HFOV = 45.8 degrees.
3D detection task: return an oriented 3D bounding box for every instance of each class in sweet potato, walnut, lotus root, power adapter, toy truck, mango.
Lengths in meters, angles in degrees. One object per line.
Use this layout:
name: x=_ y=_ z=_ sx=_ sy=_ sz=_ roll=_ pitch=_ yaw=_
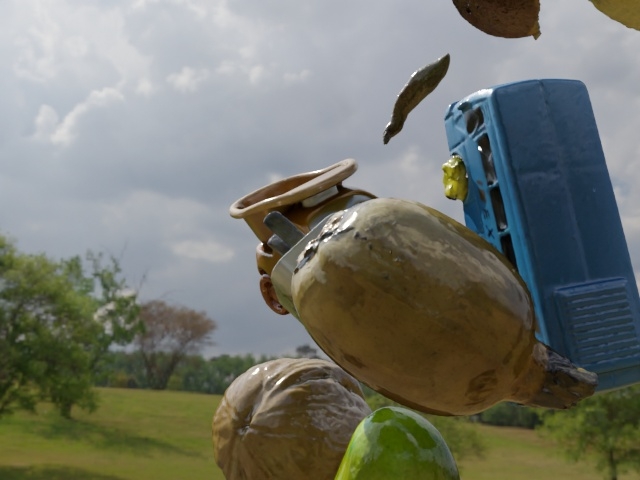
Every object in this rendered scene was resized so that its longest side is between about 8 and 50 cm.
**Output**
sweet potato: x=0.131 y=-0.205 z=1.075 sx=0.038 sy=0.153 sz=0.041 roll=32 pitch=21 yaw=-13
walnut: x=-0.033 y=0.364 z=1.372 sx=0.332 sy=0.333 sz=0.333 roll=2 pitch=-15 yaw=0
lotus root: x=0.119 y=0.080 z=0.738 sx=0.310 sy=0.183 sz=0.183 roll=32 pitch=-16 yaw=2
power adapter: x=0.005 y=0.042 z=0.964 sx=0.205 sy=0.125 sz=0.130 roll=40 pitch=-16 yaw=22
toy truck: x=0.000 y=0.000 z=1.207 sx=0.204 sy=0.212 sz=0.288 roll=-30 pitch=17 yaw=-31
toy truck: x=0.262 y=-0.005 z=0.895 sx=0.161 sy=0.385 sz=0.162 roll=-7 pitch=-10 yaw=-16
mango: x=0.084 y=0.342 z=0.916 sx=0.185 sy=0.273 sz=0.149 roll=23 pitch=8 yaw=-23

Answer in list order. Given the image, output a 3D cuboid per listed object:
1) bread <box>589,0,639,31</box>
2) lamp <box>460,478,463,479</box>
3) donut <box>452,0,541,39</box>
bread: x=0.645 y=-0.544 z=1.336 sx=0.236 sy=0.165 sz=0.375 roll=26 pitch=-26 yaw=-4
lamp: x=0.180 y=0.430 z=1.167 sx=0.157 sy=0.156 sz=0.135 roll=-16 pitch=-30 yaw=-2
donut: x=0.328 y=-0.463 z=1.420 sx=0.144 sy=0.187 sz=0.126 roll=-19 pitch=-12 yaw=1
